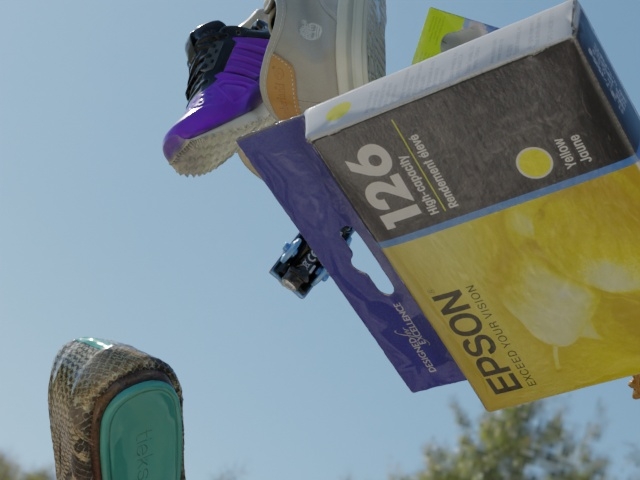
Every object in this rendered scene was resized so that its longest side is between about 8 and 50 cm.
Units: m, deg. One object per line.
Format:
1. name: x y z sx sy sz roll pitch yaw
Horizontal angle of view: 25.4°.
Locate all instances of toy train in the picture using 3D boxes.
1. toy train: 0.000 0.000 2.005 0.080 0.184 0.105 38 -18 -6

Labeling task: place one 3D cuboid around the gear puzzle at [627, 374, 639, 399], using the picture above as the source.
1. gear puzzle: 0.609 0.127 2.490 0.175 0.338 0.044 18 -7 -26

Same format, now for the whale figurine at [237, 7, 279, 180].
1. whale figurine: -0.055 -0.195 2.024 0.272 0.216 0.141 60 4 21

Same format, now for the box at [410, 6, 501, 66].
1. box: 0.219 -0.241 1.938 0.178 0.109 0.042 18 6 10

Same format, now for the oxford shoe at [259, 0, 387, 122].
1. oxford shoe: 0.006 -0.270 1.561 0.130 0.449 0.169 -7 -53 11

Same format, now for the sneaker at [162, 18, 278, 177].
1. sneaker: -0.122 -0.186 1.705 0.146 0.293 0.102 48 -50 2

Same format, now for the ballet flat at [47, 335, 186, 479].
1. ballet flat: -0.217 0.320 1.526 0.164 0.482 0.182 -17 25 -34

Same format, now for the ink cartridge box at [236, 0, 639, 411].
1. ink cartridge box: 0.128 0.000 1.118 0.307 0.072 0.303 -21 -61 27
